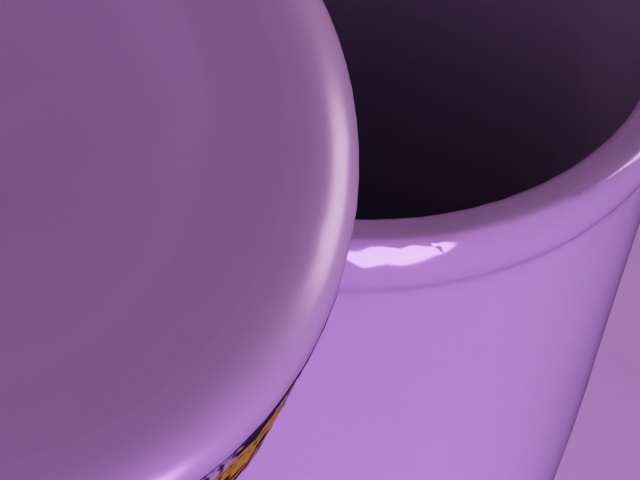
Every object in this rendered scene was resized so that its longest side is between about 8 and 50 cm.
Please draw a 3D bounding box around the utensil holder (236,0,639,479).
[{"bbox_3d":[0.000,0.000,0.987,0.385,0.327,0.328,96,-11,-50],"label":"utensil holder"}]

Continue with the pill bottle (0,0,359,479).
[{"bbox_3d":[-0.095,0.010,0.575,0.334,0.188,0.188,111,-26,-78],"label":"pill bottle"}]
